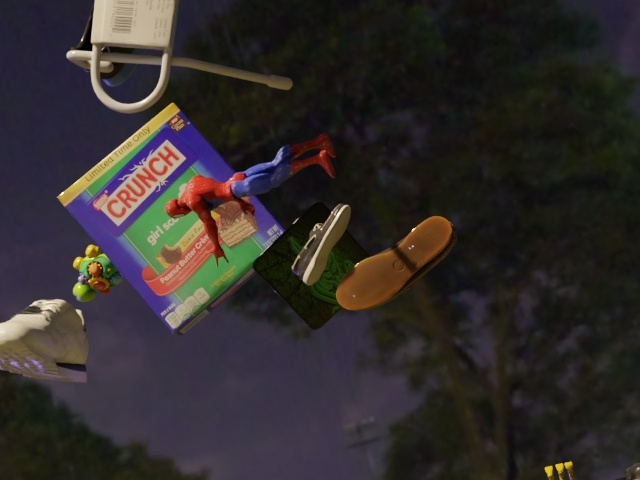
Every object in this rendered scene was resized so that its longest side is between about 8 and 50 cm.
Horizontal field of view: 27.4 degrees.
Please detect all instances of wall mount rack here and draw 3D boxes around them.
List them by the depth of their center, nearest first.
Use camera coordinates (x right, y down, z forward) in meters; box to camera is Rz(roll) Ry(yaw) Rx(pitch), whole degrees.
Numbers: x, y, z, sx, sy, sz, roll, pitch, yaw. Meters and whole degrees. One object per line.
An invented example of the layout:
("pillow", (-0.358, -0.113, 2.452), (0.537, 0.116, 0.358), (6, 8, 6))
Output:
("wall mount rack", (-0.186, -0.336, 1.807), (0.304, 0.350, 0.130), (6, -3, 10))

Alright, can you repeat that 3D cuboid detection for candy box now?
("candy box", (-0.252, -0.037, 2.306), (0.268, 0.317, 0.122), (-41, -7, -5))

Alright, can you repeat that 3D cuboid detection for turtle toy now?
("turtle toy", (-0.428, 0.070, 2.517), (0.095, 0.066, 0.130), (26, -45, -27))

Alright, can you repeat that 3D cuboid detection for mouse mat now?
("mouse mat", (-0.005, 0.043, 2.102), (0.152, 0.007, 0.190), (-44, -53, -2))

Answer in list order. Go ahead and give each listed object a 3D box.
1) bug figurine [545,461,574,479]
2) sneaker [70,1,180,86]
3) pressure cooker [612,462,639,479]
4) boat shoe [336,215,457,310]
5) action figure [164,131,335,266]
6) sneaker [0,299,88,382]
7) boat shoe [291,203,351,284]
("bug figurine", (0.328, 0.446, 1.895), (0.216, 0.279, 0.072), (-10, -59, 9))
("sneaker", (-0.276, -0.340, 1.909), (0.090, 0.081, 0.232), (35, -100, -52))
("pressure cooker", (0.482, 0.494, 1.737), (0.369, 0.376, 0.420), (-20, 5, -16))
("boat shoe", (0.120, 0.042, 1.981), (0.207, 0.073, 0.073), (-33, -16, 5))
("action figure", (-0.101, -0.060, 2.052), (0.280, 0.091, 0.139), (-15, -58, 12))
("sneaker", (-0.334, 0.112, 1.552), (0.090, 0.095, 0.235), (7, -10, 6))
("boat shoe", (0.000, 0.000, 1.788), (0.046, 0.038, 0.125), (-9, -50, -58))
